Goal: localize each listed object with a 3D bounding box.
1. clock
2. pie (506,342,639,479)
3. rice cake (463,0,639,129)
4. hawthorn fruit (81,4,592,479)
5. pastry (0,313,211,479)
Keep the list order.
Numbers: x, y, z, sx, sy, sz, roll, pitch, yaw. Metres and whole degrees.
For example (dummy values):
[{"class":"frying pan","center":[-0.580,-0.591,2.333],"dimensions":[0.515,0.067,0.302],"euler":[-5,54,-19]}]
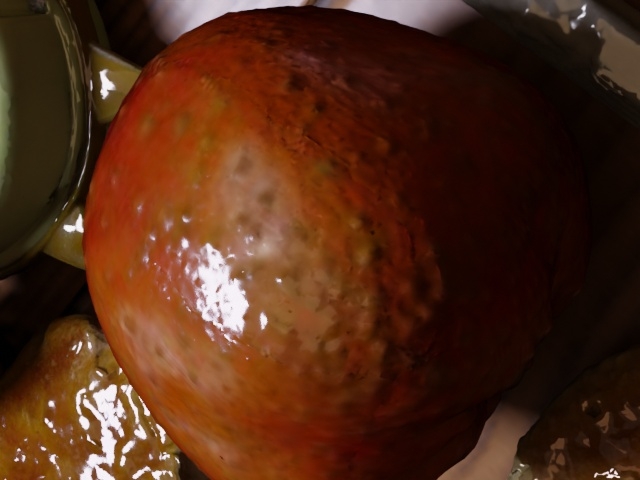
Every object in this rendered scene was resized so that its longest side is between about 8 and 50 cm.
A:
[{"class":"clock","center":[-0.277,-0.108,0.960],"dimensions":[0.348,0.117,0.286],"euler":[26,112,23]},{"class":"pie","center":[0.250,0.194,0.744],"dimensions":[0.339,0.083,0.339],"euler":[8,106,30]},{"class":"rice cake","center":[0.152,-0.108,0.746],"dimensions":[0.256,0.057,0.052],"euler":[40,91,16]},{"class":"hawthorn fruit","center":[0.000,0.000,0.745],"dimensions":[0.300,0.275,0.275],"euler":[40,118,34]},{"class":"pastry","center":[-0.129,0.159,0.941],"dimensions":[0.229,0.100,0.218],"euler":[39,113,23]}]
